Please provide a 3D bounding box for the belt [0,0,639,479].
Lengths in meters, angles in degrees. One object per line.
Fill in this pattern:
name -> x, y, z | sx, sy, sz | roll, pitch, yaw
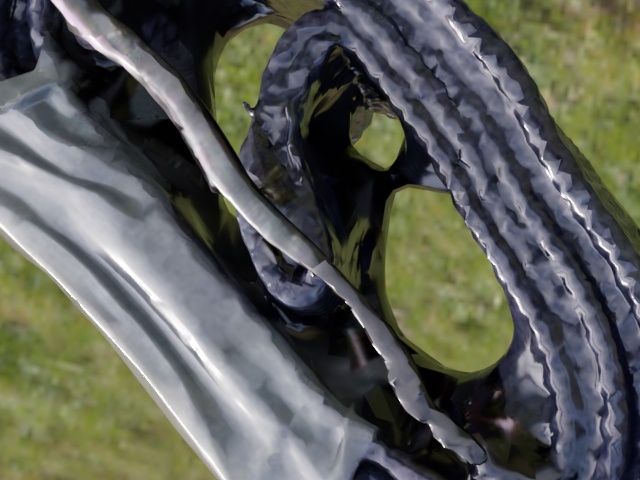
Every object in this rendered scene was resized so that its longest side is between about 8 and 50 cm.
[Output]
belt -> 0.000, 0.000, 0.494 | 0.230, 0.139, 0.126 | 47, -176, 10
